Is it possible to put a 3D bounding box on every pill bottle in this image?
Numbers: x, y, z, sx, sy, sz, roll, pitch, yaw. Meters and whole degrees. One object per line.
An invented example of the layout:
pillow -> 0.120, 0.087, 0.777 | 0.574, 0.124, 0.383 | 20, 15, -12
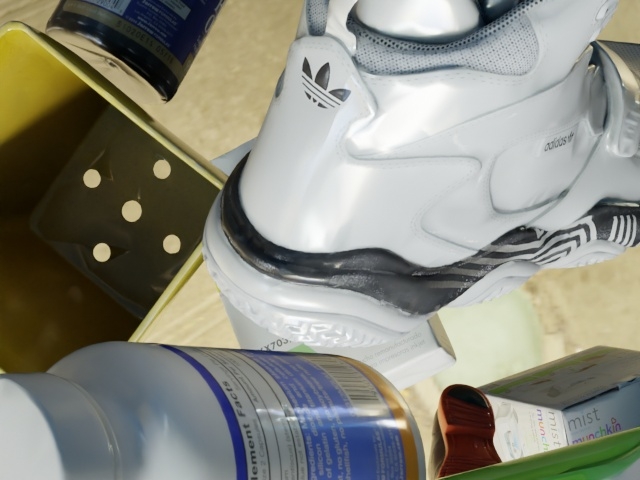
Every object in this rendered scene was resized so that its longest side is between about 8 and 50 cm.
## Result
pill bottle -> -0.131, -0.236, 1.168 | 0.123, 0.123, 0.219 | 33, 76, -23
pill bottle -> -0.075, 0.133, 0.754 | 0.272, 0.152, 0.152 | 8, 78, -51

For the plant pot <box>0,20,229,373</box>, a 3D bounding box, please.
plant pot -> -0.178, -0.017, 1.056 | 0.212, 0.187, 0.212 | 39, 101, 8

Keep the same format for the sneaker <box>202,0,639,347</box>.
sneaker -> 0.110, -0.089, 0.695 | 0.366, 0.210, 0.137 | -22, 54, -40

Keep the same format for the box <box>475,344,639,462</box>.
box -> 0.394, 0.250, 2.018 | 0.262, 0.231, 0.126 | -15, 99, -28

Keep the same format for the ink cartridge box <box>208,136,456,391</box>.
ink cartridge box -> -0.015, 0.013, 1.532 | 0.207, 0.119, 0.353 | -26, 71, 9

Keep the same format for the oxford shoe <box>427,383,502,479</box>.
oxford shoe -> 0.189, 0.317, 1.801 | 0.097, 0.098, 0.271 | 14, 39, -5

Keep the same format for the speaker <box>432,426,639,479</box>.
speaker -> 0.165, 0.203, 0.938 | 0.131, 0.296, 0.131 | 26, 53, -41
